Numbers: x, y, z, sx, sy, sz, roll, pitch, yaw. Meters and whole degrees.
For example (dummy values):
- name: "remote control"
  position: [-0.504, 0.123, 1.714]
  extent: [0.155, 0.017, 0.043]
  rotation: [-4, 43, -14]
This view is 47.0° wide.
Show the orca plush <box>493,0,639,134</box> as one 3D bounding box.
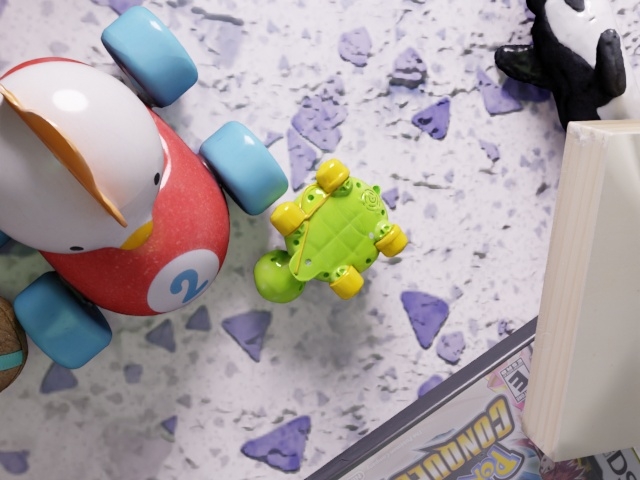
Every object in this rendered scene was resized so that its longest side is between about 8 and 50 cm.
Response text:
- name: "orca plush"
  position: [0.187, -0.170, 0.605]
  extent: [0.102, 0.151, 0.287]
  rotation: [-19, 118, 25]

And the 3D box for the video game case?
- name: "video game case"
  position: [0.159, 0.241, 0.661]
  extent: [0.275, 0.035, 0.248]
  rotation: [-33, 100, -8]

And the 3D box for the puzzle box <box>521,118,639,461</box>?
- name: "puzzle box"
  position: [0.374, 0.031, 0.630]
  extent: [0.409, 0.052, 0.272]
  rotation: [-4, 110, -19]

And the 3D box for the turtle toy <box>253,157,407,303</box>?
- name: "turtle toy"
  position: [0.000, 0.000, 0.593]
  extent: [0.130, 0.066, 0.095]
  rotation: [-43, 101, -6]

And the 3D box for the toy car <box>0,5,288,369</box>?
- name: "toy car"
  position: [-0.143, -0.033, 0.472]
  extent: [0.219, 0.238, 0.210]
  rotation: [-41, 101, -6]

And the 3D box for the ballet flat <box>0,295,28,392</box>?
- name: "ballet flat"
  position: [-0.380, 0.082, 0.486]
  extent: [0.342, 0.124, 0.116]
  rotation: [3, 93, -12]
